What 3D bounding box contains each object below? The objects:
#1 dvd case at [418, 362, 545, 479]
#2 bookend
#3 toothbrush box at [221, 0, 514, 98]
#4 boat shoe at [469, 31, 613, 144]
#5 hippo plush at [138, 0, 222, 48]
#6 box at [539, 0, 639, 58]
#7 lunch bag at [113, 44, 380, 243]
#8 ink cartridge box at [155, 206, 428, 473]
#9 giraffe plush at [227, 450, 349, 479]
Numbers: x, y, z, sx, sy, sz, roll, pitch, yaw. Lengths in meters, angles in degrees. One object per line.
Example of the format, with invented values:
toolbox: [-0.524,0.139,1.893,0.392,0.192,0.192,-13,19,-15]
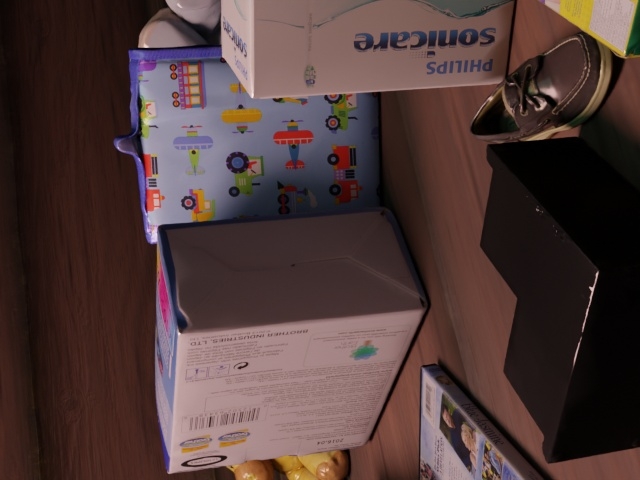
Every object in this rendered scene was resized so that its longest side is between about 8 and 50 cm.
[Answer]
dvd case: [0.148,0.249,0.863,0.253,0.022,0.181,-133,39,-65]
bookend: [0.165,0.036,0.624,0.156,0.072,0.157,-116,25,-54]
toothbrush box: [0.037,-0.270,0.706,0.126,0.216,0.296,-123,29,-60]
boat shoe: [0.153,-0.100,0.657,0.152,0.049,0.056,125,137,-67]
hippo plush: [-0.094,-0.287,1.306,0.294,0.234,0.236,45,-165,-15]
box: [0.169,-0.195,0.580,0.179,0.043,0.105,-121,28,-52]
lunch bag: [-0.088,-0.115,1.067,0.138,0.293,0.221,-145,51,-69]
ink cartridge box: [-0.060,0.146,1.110,0.396,0.269,0.151,103,157,-49]
giraffe plush: [-0.067,0.315,1.385,0.210,0.170,0.181,-115,24,-50]
